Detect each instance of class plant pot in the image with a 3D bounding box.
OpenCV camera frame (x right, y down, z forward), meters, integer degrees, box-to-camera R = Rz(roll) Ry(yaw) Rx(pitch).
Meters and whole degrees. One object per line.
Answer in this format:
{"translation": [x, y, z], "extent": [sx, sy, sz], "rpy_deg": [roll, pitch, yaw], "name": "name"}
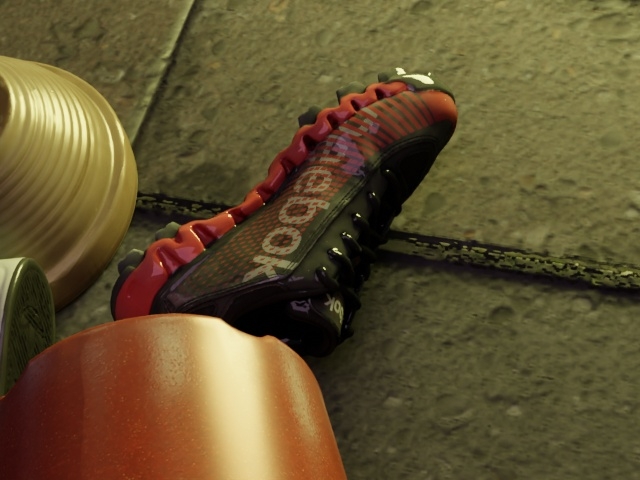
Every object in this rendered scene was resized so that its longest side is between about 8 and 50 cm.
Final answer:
{"translation": [-0.258, -0.053, 1.326], "extent": [0.237, 0.110, 0.237], "rpy_deg": [-7, 55, 10], "name": "plant pot"}
{"translation": [-0.080, 0.201, 1.032], "extent": [0.272, 0.272, 0.265], "rpy_deg": [-15, 47, 3], "name": "plant pot"}

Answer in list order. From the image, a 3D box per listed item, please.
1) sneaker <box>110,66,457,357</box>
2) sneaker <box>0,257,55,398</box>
{"translation": [0.000, 0.000, 1.235], "extent": [0.276, 0.098, 0.135], "rpy_deg": [-39, 56, -11], "name": "sneaker"}
{"translation": [-0.284, 0.144, 1.190], "extent": [0.178, 0.124, 0.296], "rpy_deg": [-1, 57, 14], "name": "sneaker"}
